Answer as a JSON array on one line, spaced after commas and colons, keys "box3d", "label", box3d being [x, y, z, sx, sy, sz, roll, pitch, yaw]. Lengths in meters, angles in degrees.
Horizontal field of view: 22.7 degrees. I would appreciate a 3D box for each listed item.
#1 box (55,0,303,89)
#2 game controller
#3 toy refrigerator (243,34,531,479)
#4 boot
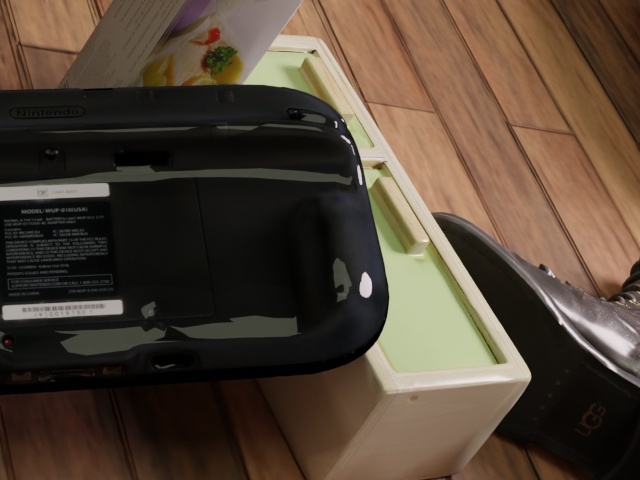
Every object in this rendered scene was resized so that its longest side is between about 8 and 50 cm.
[{"box3d": [-0.048, -0.140, 0.824, 0.063, 0.324, 0.067, 13, 39, -37], "label": "box"}, {"box3d": [-0.128, -0.003, 0.767, 0.319, 0.067, 0.166, -3, 62, -12], "label": "game controller"}, {"box3d": [0.000, 0.000, 0.889, 0.102, 0.094, 0.269, -1, 47, -36], "label": "toy refrigerator"}, {"box3d": [0.180, 0.054, 0.978, 0.263, 0.091, 0.229, 42, 32, 7], "label": "boot"}]
